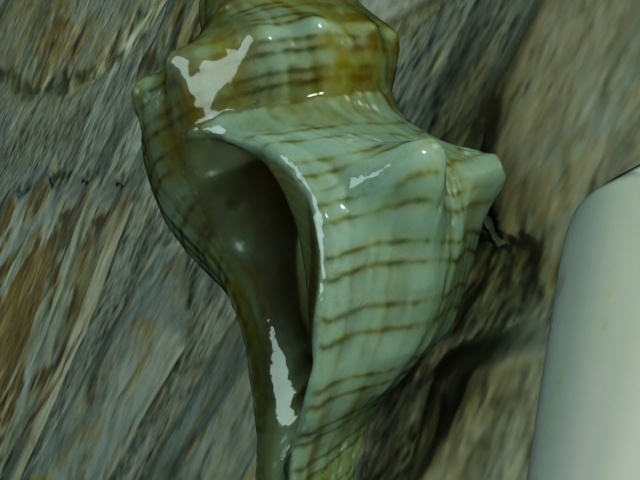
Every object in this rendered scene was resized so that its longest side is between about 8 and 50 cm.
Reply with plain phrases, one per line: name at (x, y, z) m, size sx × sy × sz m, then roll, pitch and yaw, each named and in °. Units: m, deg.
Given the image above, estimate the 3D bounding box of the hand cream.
hand cream at (0.104, 0.147, 0.535) m, size 0.118 × 0.185 × 0.358 m, roll 9°, pitch 66°, yaw 20°

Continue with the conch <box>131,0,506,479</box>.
conch at (0.013, -0.005, 0.841) m, size 0.203 × 0.170 × 0.386 m, roll 124°, pitch 128°, yaw -74°
